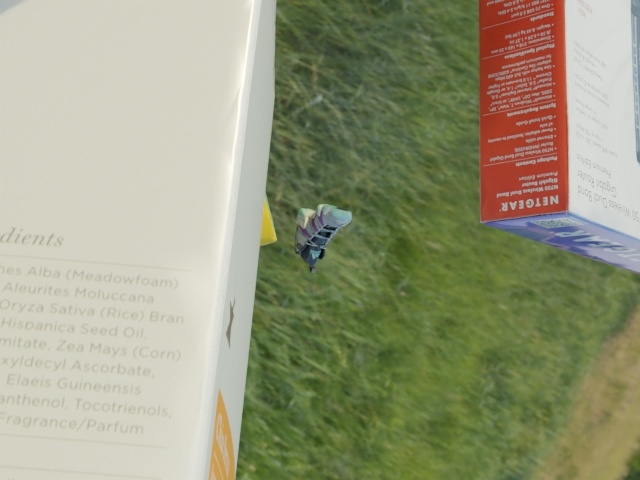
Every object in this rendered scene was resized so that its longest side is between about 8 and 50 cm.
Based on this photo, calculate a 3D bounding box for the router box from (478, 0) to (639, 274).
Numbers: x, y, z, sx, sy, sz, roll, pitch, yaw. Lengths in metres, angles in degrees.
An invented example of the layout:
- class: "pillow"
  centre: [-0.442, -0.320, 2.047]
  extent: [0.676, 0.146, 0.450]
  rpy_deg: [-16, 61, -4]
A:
- class: "router box"
  centre: [0.268, -0.138, 0.904]
  extent: [0.335, 0.082, 0.301]
  rpy_deg: [13, 75, -49]

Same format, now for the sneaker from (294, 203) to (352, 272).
- class: "sneaker"
  centre: [0.000, 0.000, 1.010]
  extent: [0.098, 0.038, 0.069]
  rpy_deg: [170, -67, -68]

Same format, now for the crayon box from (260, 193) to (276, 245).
- class: "crayon box"
  centre: [-0.249, -0.139, 1.175]
  extent: [0.106, 0.313, 0.362]
  rpy_deg: [-101, 176, -76]

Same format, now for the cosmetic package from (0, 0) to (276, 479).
- class: "cosmetic package"
  centre: [-0.122, 0.029, 0.565]
  extent: [0.230, 0.162, 0.453]
  rpy_deg: [95, -1, -64]
